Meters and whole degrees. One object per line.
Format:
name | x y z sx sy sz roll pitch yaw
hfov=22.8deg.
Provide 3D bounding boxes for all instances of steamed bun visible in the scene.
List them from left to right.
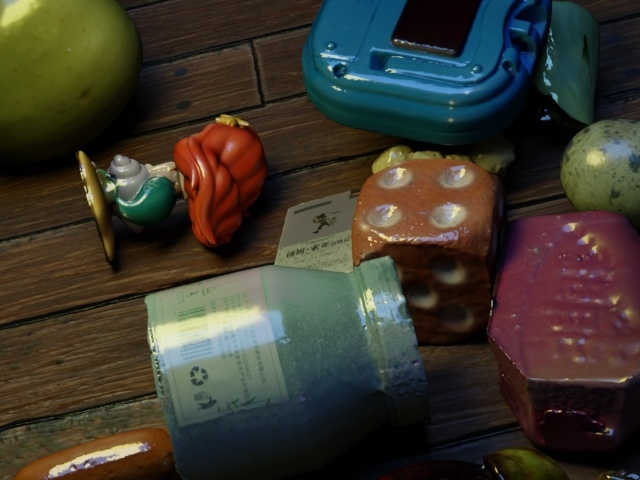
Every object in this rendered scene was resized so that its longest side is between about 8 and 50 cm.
steamed bun | 0.170 -0.099 2.148 0.192 0.106 0.177 26 54 38

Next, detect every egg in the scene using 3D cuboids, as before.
egg | 0.397 -0.085 2.036 0.181 0.141 0.141 9 43 15

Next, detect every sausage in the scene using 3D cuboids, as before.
sausage | -0.259 0.268 1.850 0.197 0.076 0.076 -16 37 -4

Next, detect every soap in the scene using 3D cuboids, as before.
soap | 0.300 0.104 1.829 0.220 0.127 0.325 -6 40 20

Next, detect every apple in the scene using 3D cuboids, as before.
apple | -0.448 -0.286 2.406 0.357 0.357 0.357 -9 38 7

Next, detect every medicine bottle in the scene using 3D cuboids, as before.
medicine bottle | -0.033 0.147 1.798 0.290 0.245 0.245 -13 37 -1

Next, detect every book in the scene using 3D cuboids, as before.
book | 0.000 0.000 2.130 0.127 0.014 0.182 -15 36 22

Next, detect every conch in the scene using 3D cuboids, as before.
conch | 0.322 -0.248 2.265 0.137 0.143 0.250 -14 39 30

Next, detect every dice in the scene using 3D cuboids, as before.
dice | 0.140 0.010 1.963 0.179 0.175 0.174 -3 38 16

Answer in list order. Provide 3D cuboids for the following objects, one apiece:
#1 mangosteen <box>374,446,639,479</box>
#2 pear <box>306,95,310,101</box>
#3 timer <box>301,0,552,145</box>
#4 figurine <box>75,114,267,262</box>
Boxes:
mangosteen | 0.144 0.347 1.438 0.330 0.330 0.330 -9 38 7
pear | 0.072 -0.257 2.357 0.216 0.166 0.180 -27 38 36
timer | 0.148 -0.287 2.173 0.309 0.115 0.340 12 53 14
figurine | -0.191 -0.070 2.191 0.257 0.181 0.208 -17 -2 -6
